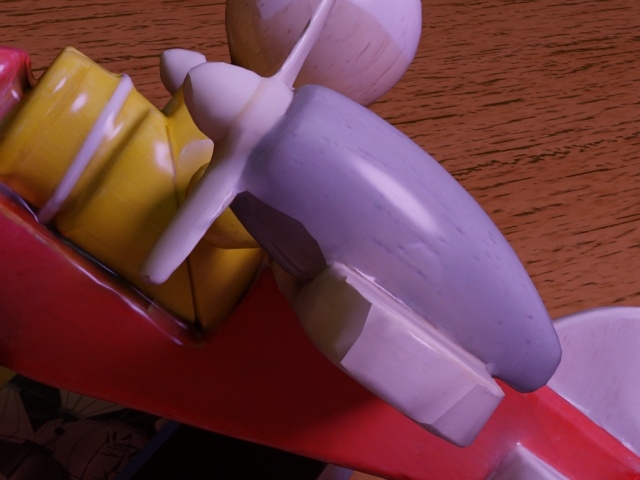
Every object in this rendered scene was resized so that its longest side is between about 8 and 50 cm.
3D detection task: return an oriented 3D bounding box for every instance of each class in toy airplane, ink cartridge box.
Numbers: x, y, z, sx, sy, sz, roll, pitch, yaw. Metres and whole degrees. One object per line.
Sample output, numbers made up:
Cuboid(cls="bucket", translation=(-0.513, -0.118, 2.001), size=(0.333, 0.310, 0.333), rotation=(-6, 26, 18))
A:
Cuboid(cls="toy airplane", translation=(0.000, 0.000, 0.758), size=(0.386, 0.272, 0.384), rotation=(19, 5, 38))
Cuboid(cls="ink cartridge box", translation=(-0.062, 0.090, 0.920), size=(0.165, 0.065, 0.333), rotation=(21, 30, 12))
